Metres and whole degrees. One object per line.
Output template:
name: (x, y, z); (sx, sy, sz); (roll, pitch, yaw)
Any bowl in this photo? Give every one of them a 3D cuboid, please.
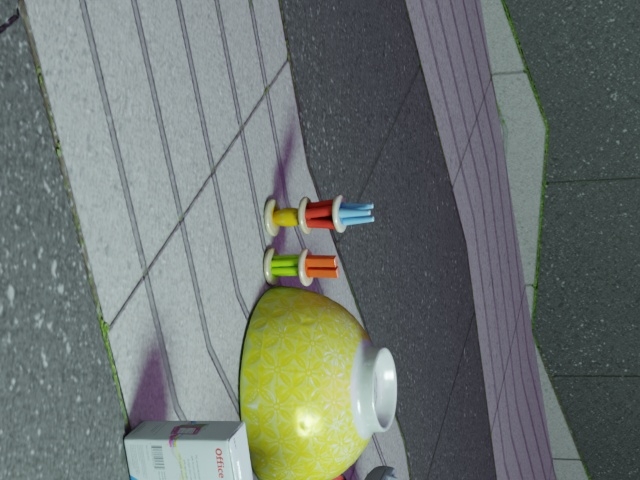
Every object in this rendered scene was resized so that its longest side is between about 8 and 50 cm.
bowl: (0.015, 0.204, 1.678); (0.289, 0.156, 0.289); (-1, 90, -70)

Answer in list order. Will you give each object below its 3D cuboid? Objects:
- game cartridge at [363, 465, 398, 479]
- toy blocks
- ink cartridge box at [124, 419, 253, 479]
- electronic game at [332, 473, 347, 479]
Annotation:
game cartridge: (0.053, 0.489, 1.775); (0.294, 0.060, 0.196); (-51, 141, -56)
toy blocks: (0.000, 0.000, 1.666); (0.054, 0.148, 0.123); (18, 71, -69)
ink cartridge box: (-0.137, 0.241, 1.298); (0.052, 0.122, 0.088); (-39, 125, -65)
electronic game: (0.007, 0.445, 1.780); (0.229, 0.048, 0.229); (0, 90, -70)
